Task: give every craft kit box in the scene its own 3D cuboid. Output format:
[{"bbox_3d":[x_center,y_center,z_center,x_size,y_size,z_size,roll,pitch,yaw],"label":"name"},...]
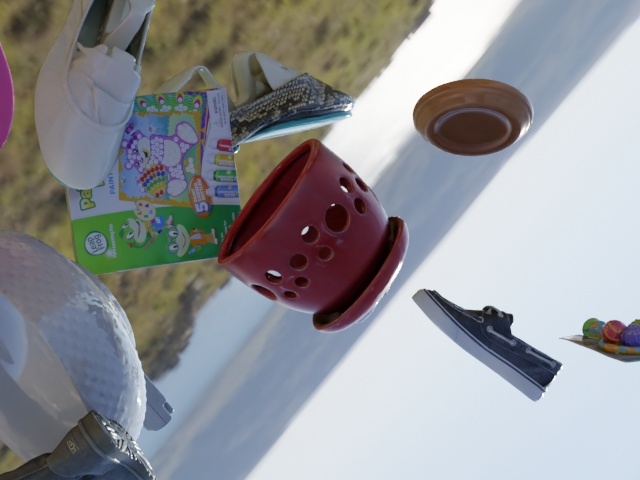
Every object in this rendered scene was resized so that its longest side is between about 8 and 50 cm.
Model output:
[{"bbox_3d":[-0.243,-0.085,1.718,0.247,0.250,0.061,-8,-179,-13],"label":"craft kit box"}]

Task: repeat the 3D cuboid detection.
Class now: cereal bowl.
[{"bbox_3d":[-0.327,0.122,1.424,0.141,0.339,0.339,-40,171,-36],"label":"cereal bowl"}]

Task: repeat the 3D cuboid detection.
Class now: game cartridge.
[{"bbox_3d":[-0.335,0.190,1.838,0.062,0.198,0.297,-47,-164,-15],"label":"game cartridge"}]

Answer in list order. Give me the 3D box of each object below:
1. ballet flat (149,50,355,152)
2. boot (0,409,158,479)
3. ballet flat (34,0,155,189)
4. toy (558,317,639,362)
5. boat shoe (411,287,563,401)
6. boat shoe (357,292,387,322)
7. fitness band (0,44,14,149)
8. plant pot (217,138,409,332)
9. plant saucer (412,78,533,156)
[{"bbox_3d":[-0.149,-0.206,1.923,0.483,0.182,0.164,-28,-171,-32],"label":"ballet flat"},{"bbox_3d":[-0.287,0.267,1.239,0.208,0.076,0.189,-38,149,-4],"label":"boot"},{"bbox_3d":[-0.294,-0.254,1.630,0.139,0.139,0.400,125,-24,-49],"label":"ballet flat"},{"bbox_3d":[0.530,0.164,2.084,0.137,0.056,0.237,-5,-176,-16],"label":"toy"},{"bbox_3d":[0.302,0.164,2.133,0.102,0.301,0.108,-52,-175,4],"label":"boat shoe"},{"bbox_3d":[0.113,0.083,2.367,0.063,0.066,0.184,29,80,-50],"label":"boat shoe"},{"bbox_3d":[-0.413,-0.192,1.172,0.054,0.291,0.209,-7,-163,41],"label":"fitness band"},{"bbox_3d":[0.000,0.000,1.427,0.191,0.174,0.191,-50,-167,17],"label":"plant pot"},{"bbox_3d":[0.252,-0.195,1.976,0.200,0.200,0.037,123,-26,-57],"label":"plant saucer"}]
